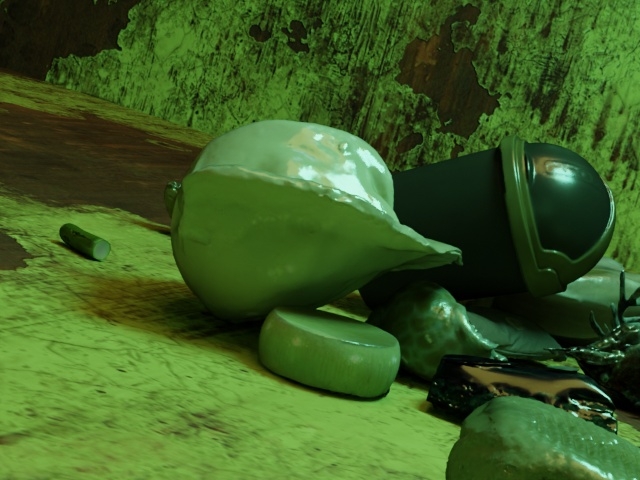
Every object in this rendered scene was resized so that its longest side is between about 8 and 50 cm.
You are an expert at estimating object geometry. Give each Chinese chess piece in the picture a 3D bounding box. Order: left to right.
[{"bbox_3d":[0.008,0.112,1.593,0.144,0.058,0.144,14,7,-2],"label":"Chinese chess piece"}]

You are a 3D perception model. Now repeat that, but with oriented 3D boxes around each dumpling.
[{"bbox_3d":[0.000,0.000,1.746,0.316,0.233,0.395,15,-9,10],"label":"dumpling"}]

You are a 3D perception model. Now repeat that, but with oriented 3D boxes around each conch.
[{"bbox_3d":[0.121,0.106,1.733,0.173,0.106,0.116,34,5,18],"label":"conch"}]

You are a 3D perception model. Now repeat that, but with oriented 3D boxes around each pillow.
[{"bbox_3d":[0.192,0.111,1.994,0.169,0.059,0.255,18,8,37],"label":"pillow"}]

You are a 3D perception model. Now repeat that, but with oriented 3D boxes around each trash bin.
[{"bbox_3d":[0.212,-0.023,2.045,0.334,0.214,0.214,-8,0,16],"label":"trash bin"}]

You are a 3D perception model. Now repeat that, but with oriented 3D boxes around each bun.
[{"bbox_3d":[0.183,0.197,1.152,0.221,0.108,0.221,24,6,-3],"label":"bun"}]

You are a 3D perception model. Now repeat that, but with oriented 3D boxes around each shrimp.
[{"bbox_3d":[0.460,0.151,1.961,0.411,0.166,0.221,26,-1,-30],"label":"shrimp"}]

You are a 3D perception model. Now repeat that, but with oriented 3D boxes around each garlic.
[{"bbox_3d":[0.320,0.073,2.268,0.325,0.132,0.279,10,10,-24],"label":"garlic"}]

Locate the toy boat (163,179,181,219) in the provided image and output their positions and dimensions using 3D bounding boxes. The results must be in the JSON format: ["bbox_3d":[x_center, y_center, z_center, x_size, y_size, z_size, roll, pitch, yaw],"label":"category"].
[{"bbox_3d":[-0.064,-0.028,2.237,0.321,0.121,0.089,16,13,-4],"label":"toy boat"}]

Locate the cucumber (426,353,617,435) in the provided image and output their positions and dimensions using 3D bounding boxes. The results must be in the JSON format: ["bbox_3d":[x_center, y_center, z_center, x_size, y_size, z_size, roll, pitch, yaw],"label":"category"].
[{"bbox_3d":[0.207,0.162,1.597,0.193,0.085,0.115,11,8,11],"label":"cucumber"}]

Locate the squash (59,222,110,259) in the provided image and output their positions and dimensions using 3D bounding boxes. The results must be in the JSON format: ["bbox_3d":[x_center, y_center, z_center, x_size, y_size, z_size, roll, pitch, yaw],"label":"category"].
[{"bbox_3d":[-0.285,0.000,1.896,0.027,0.027,0.083,9,9,-45],"label":"squash"}]
